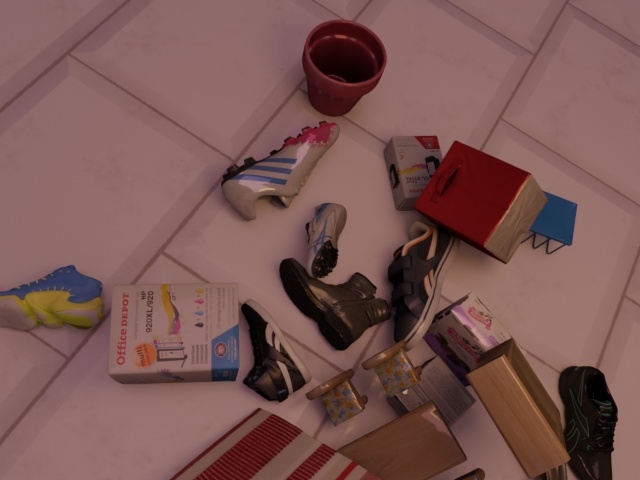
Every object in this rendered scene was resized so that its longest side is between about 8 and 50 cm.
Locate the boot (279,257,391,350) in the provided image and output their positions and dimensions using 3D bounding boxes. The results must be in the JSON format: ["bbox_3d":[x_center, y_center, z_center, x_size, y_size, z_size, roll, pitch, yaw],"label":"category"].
[{"bbox_3d":[0.032,0.115,1.223,0.161,0.083,0.246,-33,78,-34],"label":"boot"}]

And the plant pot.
[{"bbox_3d":[0.046,-0.416,1.369,0.202,0.180,0.201,4,68,-10],"label":"plant pot"}]

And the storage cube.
[{"bbox_3d":[0.366,-0.084,1.232,0.193,0.215,0.183,35,96,36],"label":"storage cube"}]

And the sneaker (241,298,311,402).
[{"bbox_3d":[-0.127,0.235,1.126,0.121,0.079,0.216,-34,80,-23],"label":"sneaker"}]

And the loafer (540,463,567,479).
[{"bbox_3d":[0.463,0.431,1.176,0.088,0.094,0.251,-11,59,10],"label":"loafer"}]

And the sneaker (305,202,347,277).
[{"bbox_3d":[0.000,0.000,1.223,0.086,0.085,0.237,-1,38,17],"label":"sneaker"}]

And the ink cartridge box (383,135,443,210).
[{"bbox_3d":[0.244,-0.171,1.371,0.128,0.072,0.174,-4,69,-14],"label":"ink cartridge box"}]

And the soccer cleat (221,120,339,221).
[{"bbox_3d":[-0.075,-0.161,1.293,0.331,0.116,0.143,-32,94,-19],"label":"soccer cleat"}]

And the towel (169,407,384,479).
[{"bbox_3d":[-0.069,0.435,0.949,0.329,0.037,0.237,19,32,35],"label":"towel"}]

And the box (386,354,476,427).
[{"bbox_3d":[0.235,0.340,1.163,0.137,0.072,0.126,-35,79,-23],"label":"box"}]

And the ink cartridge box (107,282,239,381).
[{"bbox_3d":[-0.280,0.185,1.065,0.233,0.168,0.171,0,69,-11],"label":"ink cartridge box"}]

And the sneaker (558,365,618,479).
[{"bbox_3d":[0.594,0.407,1.195,0.101,0.106,0.267,1,70,-13],"label":"sneaker"}]

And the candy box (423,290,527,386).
[{"bbox_3d":[0.315,0.215,1.163,0.070,0.196,0.164,-35,79,-22],"label":"candy box"}]

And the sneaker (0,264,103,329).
[{"bbox_3d":[-0.555,0.111,1.097,0.241,0.091,0.126,8,49,-8],"label":"sneaker"}]

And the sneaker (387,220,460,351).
[{"bbox_3d":[0.207,0.093,1.231,0.128,0.126,0.321,31,55,-3],"label":"sneaker"}]

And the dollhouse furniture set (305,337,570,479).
[{"bbox_3d":[0.203,0.351,0.959,0.394,0.256,0.361,-34,76,16],"label":"dollhouse furniture set"}]

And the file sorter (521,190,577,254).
[{"bbox_3d":[0.531,-0.052,1.366,0.171,0.104,0.118,21,67,-3],"label":"file sorter"}]
